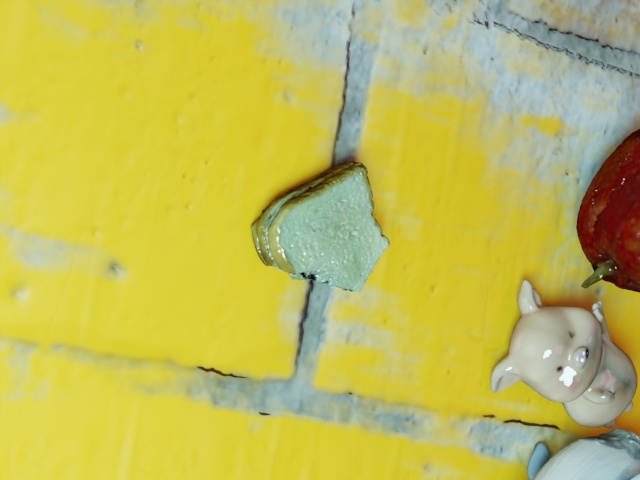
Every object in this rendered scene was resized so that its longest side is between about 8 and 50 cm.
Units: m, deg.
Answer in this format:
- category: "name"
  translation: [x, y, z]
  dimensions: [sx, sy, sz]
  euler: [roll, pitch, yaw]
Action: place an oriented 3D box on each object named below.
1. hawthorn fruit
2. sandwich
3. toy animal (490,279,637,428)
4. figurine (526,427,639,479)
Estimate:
- category: "hawthorn fruit"
  translation: [0.279, -0.013, 1.594]
  dimensions: [0.172, 0.148, 0.148]
  euler: [-41, 115, -20]
- category: "sandwich"
  translation: [0.000, 0.000, 1.447]
  dimensions: [0.105, 0.036, 0.093]
  euler: [-25, 107, -33]
- category: "toy animal"
  translation: [0.204, 0.105, 1.584]
  dimensions: [0.150, 0.089, 0.083]
  euler: [40, 47, -27]
- category: "figurine"
  translation: [0.226, 0.243, 1.572]
  dimensions: [0.208, 0.128, 0.184]
  euler: [25, 79, -39]
